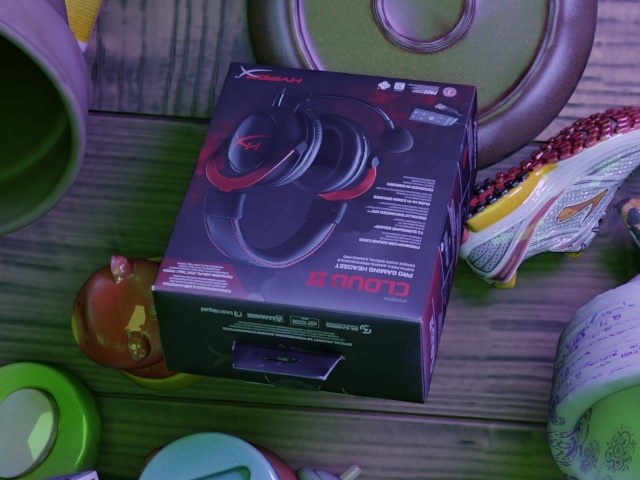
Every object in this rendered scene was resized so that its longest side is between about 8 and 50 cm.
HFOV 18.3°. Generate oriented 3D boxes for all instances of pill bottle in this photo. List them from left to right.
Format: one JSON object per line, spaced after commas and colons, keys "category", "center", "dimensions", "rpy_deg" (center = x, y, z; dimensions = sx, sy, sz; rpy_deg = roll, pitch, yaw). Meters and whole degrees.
{"category": "pill bottle", "center": [-0.227, -0.199, 1.734], "dimensions": [0.065, 0.065, 0.116], "rpy_deg": [18, 93, 0]}

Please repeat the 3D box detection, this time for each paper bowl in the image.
{"category": "paper bowl", "center": [0.334, 0.119, 1.654], "dimensions": [0.284, 0.284, 0.148], "rpy_deg": [9, 56, 0]}

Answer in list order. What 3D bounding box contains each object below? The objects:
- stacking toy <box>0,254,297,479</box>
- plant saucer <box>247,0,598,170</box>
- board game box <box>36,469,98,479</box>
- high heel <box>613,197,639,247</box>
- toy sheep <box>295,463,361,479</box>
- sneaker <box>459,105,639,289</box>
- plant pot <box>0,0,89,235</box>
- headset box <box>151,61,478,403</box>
{"category": "stacking toy", "center": [-0.178, 0.182, 1.682], "dimensions": [0.279, 0.130, 0.309], "rpy_deg": [-28, 77, 8]}
{"category": "plant saucer", "center": [0.089, -0.208, 1.740], "dimensions": [0.310, 0.050, 0.311], "rpy_deg": [0, 92, 2]}
{"category": "board game box", "center": [-0.300, 0.314, 1.702], "dimensions": [0.305, 0.053, 0.193], "rpy_deg": [-13, 93, 29]}
{"category": "high heel", "center": [0.397, -0.012, 1.685], "dimensions": [0.261, 0.093, 0.186], "rpy_deg": [29, 129, -12]}
{"category": "toy sheep", "center": [-0.014, 0.244, 1.747], "dimensions": [0.132, 0.091, 0.091], "rpy_deg": [-43, 92, -12]}
{"category": "sneaker", "center": [0.219, -0.041, 1.737], "dimensions": [0.225, 0.088, 0.093], "rpy_deg": [-33, 105, 6]}
{"category": "plant pot", "center": [-0.333, -0.197, 1.609], "dimensions": [0.323, 0.323, 0.280], "rpy_deg": [3, 53, 1]}
{"category": "headset box", "center": [0.000, 0.000, 1.616], "dimensions": [0.218, 0.110, 0.293], "rpy_deg": [7, 49, 11]}
